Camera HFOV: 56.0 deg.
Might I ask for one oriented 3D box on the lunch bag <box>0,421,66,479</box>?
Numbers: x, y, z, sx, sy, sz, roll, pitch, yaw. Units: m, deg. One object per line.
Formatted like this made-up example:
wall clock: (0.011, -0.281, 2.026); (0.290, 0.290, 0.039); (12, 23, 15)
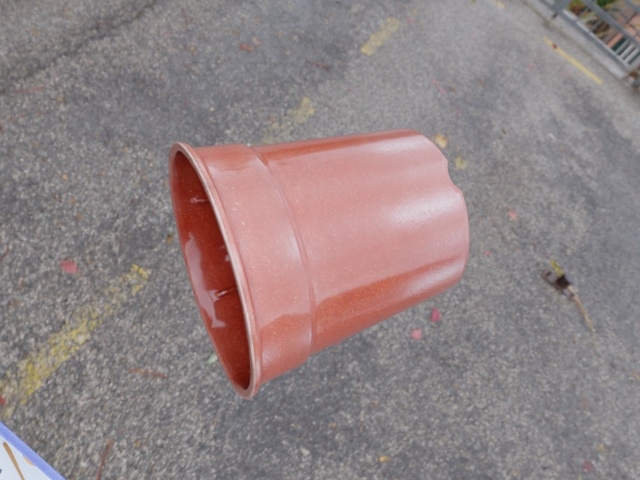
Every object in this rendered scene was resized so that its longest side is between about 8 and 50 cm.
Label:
lunch bag: (-0.550, 0.538, 0.969); (0.386, 0.238, 0.328); (54, 33, -25)

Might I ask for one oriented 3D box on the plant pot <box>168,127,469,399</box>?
plant pot: (0.000, 0.000, 0.669); (0.264, 0.272, 0.273); (-16, 62, -20)
